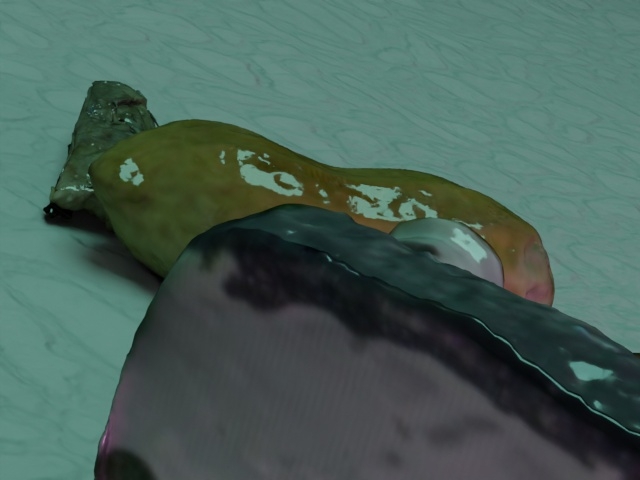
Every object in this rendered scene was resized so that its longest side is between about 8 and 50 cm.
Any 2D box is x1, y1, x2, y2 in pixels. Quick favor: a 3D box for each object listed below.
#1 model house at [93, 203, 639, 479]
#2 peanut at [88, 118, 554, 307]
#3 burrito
[{"bbox_3d":[0.099,0.093,0.758,0.271,0.190,0.301,27,20,25],"label":"model house"},{"bbox_3d":[0.000,0.000,1.044,0.263,0.101,0.117,13,-4,-9],"label":"peanut"},{"bbox_3d":[-0.127,-0.051,1.142,0.051,0.042,0.171,26,20,-10],"label":"burrito"}]
